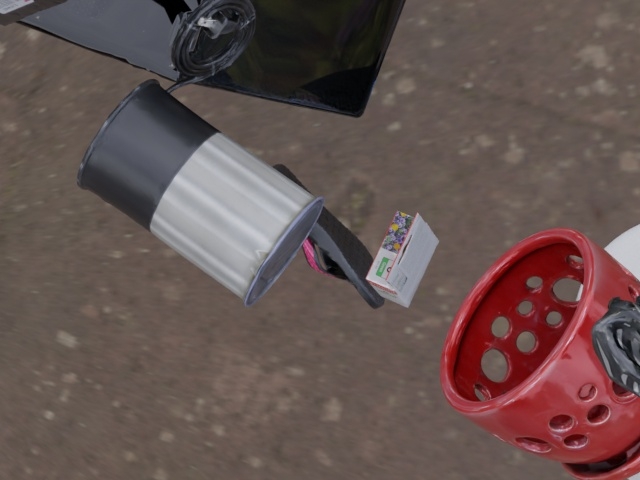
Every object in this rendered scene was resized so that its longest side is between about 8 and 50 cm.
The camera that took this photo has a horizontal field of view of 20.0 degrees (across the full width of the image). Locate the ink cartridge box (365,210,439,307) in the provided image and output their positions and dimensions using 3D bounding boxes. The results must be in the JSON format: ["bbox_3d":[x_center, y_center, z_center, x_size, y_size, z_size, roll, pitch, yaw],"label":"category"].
[{"bbox_3d":[0.064,0.012,1.464,0.029,0.115,0.063,23,84,16],"label":"ink cartridge box"}]

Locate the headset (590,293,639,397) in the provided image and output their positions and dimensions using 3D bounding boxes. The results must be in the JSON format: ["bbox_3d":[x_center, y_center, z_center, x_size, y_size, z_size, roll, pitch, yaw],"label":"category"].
[{"bbox_3d":[0.313,0.062,1.081,0.394,0.243,0.185,-23,76,-46],"label":"headset"}]

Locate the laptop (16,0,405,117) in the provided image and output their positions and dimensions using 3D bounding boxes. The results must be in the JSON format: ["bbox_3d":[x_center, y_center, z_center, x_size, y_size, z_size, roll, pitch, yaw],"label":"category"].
[{"bbox_3d":[-0.097,-0.342,1.577,0.407,0.236,0.382,20,100,2],"label":"laptop"}]

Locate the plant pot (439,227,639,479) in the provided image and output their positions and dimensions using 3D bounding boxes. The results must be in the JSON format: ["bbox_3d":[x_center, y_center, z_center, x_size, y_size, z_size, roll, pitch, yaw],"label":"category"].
[{"bbox_3d":[0.229,0.112,1.604,0.174,0.191,0.191,36,79,-22],"label":"plant pot"}]

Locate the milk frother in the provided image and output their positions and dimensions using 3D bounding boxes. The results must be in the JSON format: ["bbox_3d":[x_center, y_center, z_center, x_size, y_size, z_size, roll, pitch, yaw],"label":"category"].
[{"bbox_3d":[-0.054,-0.060,1.133,0.134,0.143,0.129,35,37,7],"label":"milk frother"}]

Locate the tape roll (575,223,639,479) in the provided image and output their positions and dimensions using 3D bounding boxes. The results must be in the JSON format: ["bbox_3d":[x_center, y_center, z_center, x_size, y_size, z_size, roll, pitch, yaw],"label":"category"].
[{"bbox_3d":[0.447,0.129,1.886,0.392,0.072,0.392,5,47,-5],"label":"tape roll"}]

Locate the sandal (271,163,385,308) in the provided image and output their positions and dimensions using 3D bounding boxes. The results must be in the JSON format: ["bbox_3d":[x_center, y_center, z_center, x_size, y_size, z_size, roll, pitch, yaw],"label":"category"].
[{"bbox_3d":[0.000,0.000,1.814,0.040,0.067,0.179,-37,103,21],"label":"sandal"}]

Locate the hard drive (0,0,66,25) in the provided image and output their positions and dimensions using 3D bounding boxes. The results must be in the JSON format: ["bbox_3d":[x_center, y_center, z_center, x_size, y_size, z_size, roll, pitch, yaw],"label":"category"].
[{"bbox_3d":[-0.154,-0.295,1.086,0.064,0.237,0.339,23,82,-24],"label":"hard drive"}]
